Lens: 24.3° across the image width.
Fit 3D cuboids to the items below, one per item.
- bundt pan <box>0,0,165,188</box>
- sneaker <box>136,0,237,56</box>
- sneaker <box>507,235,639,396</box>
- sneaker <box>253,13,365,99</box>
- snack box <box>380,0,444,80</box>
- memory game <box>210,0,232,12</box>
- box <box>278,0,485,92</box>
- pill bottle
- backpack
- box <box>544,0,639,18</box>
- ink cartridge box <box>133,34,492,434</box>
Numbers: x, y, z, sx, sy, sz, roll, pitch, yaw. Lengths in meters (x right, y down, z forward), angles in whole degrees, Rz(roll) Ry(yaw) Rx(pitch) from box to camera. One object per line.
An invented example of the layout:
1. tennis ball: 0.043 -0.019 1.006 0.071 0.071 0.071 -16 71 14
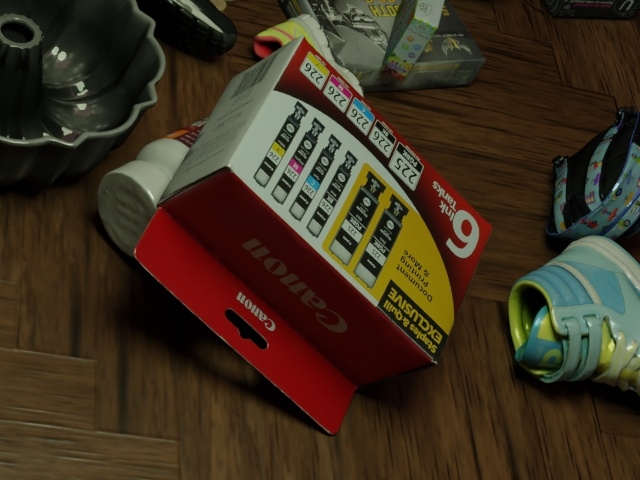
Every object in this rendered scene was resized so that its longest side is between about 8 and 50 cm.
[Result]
1. bundt pan: -0.342 -0.187 1.615 0.331 0.124 0.331 14 47 -16
2. sneaker: -0.205 -0.343 1.808 0.283 0.107 0.124 34 69 3
3. sneaker: 0.338 0.141 1.678 0.208 0.127 0.319 -20 53 -40
4. sneaker: -0.018 -0.190 1.827 0.094 0.081 0.208 -13 52 -27
5. snack box: 0.123 -0.283 1.876 0.037 0.100 0.141 23 46 -8
6. memory game: -0.191 -0.357 1.924 0.186 0.012 0.186 14 47 -16
7. box: 0.079 -0.282 1.964 0.231 0.056 0.183 -6 54 -31
8. pill bottle: -0.129 -0.066 1.620 0.121 0.121 0.221 46 46 16
9. backpack: 0.359 -0.057 1.837 0.117 0.158 0.173 40 40 -13
10. box: 0.388 -0.465 2.227 0.163 0.142 0.247 -4 52 -28
11. ink cartridge box: 0.000 0.000 1.528 0.309 0.130 0.272 43 50 -21
